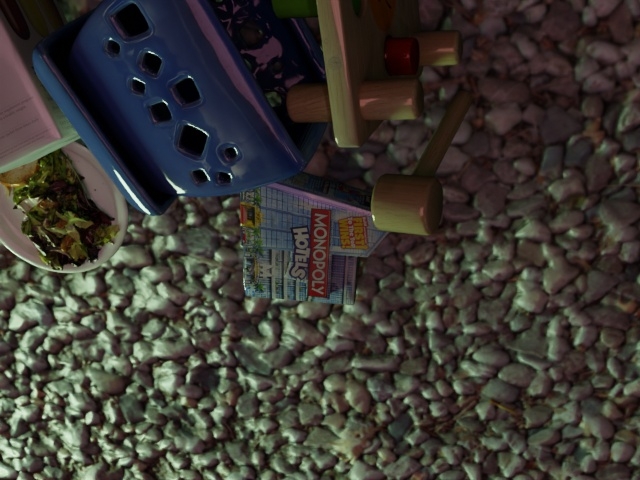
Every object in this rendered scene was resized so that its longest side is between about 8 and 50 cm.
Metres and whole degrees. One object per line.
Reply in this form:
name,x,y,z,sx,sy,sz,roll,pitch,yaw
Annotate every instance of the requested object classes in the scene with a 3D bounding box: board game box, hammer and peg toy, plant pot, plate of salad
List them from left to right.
plate of salad,-0.347,-0.041,1.006,0.200,0.048,0.200,2,117,5
plant pot,-0.137,-0.174,0.814,0.212,0.236,0.236,-22,113,23
board game box,0.000,0.000,0.980,0.194,0.060,0.194,5,118,5
hammer and peg toy,0.057,-0.202,0.769,0.127,0.266,0.361,2,119,22

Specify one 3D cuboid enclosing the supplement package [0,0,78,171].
supplement package,-0.357,-0.207,0.849,0.134,0.139,0.244,-22,102,16
